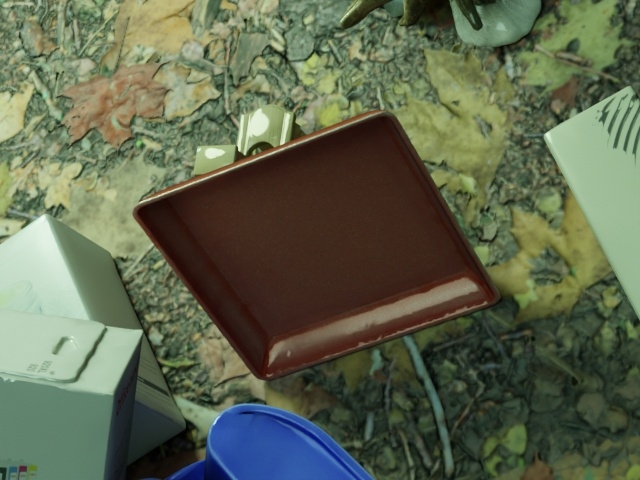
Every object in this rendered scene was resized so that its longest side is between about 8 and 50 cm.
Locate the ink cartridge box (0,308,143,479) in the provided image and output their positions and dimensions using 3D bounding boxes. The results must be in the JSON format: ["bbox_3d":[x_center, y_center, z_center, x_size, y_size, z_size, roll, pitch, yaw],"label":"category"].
[{"bbox_3d":[-0.260,0.197,1.491,0.168,0.171,0.233,9,105,0],"label":"ink cartridge box"}]

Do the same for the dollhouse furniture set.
[{"bbox_3d":[-0.002,-0.079,1.606,0.160,0.182,0.101,-1,71,25],"label":"dollhouse furniture set"}]

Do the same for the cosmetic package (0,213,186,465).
[{"bbox_3d":[-0.292,0.136,1.689,0.224,0.138,0.225,-34,60,10],"label":"cosmetic package"}]

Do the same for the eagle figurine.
[{"bbox_3d":[0.087,-0.333,1.685,0.226,0.225,0.298,-3,27,-17],"label":"eagle figurine"}]

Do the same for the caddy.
[{"bbox_3d":[-0.035,0.310,1.476,0.241,0.179,0.341,-36,62,-22],"label":"caddy"}]

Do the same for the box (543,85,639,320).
[{"bbox_3d":[0.302,0.010,1.476,0.094,0.113,0.275,-30,63,11],"label":"box"}]

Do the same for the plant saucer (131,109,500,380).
[{"bbox_3d":[0.000,0.000,1.554,0.259,0.258,0.048,-19,40,18],"label":"plant saucer"}]
